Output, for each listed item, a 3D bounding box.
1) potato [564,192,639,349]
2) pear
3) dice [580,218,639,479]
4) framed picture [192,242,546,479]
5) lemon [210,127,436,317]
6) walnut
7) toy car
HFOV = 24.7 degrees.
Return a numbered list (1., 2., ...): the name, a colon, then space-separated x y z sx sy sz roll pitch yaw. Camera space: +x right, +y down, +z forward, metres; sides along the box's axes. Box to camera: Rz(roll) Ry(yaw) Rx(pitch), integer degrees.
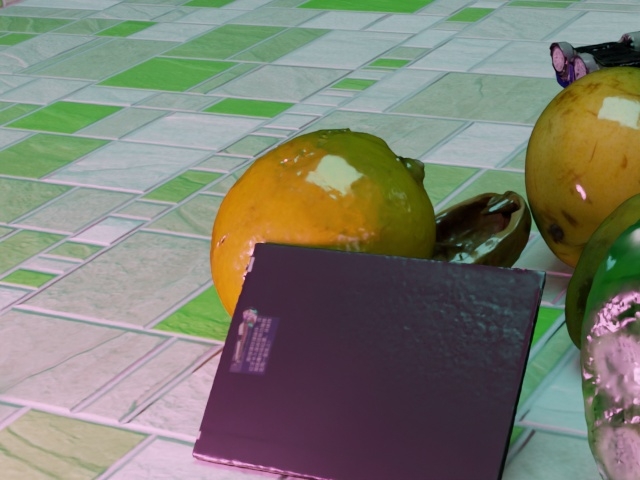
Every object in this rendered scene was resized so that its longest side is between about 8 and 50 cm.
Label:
1. potato: 0.388 0.043 1.670 0.253 0.186 0.148 -41 -10 -10
2. pear: 0.389 -0.084 1.876 0.281 0.280 0.280 -4 22 2
3. dice: 0.427 0.117 1.336 0.297 0.287 0.300 13 27 36
4. framed picture: 0.047 0.132 1.521 0.339 0.014 0.255 5 68 25
5. lemon: -0.002 0.002 1.742 0.284 0.260 0.260 -24 9 34
6. walnut: 0.181 0.024 1.871 0.211 0.087 0.167 -32 25 -13
7. toy car: 0.482 -0.249 2.398 0.172 0.157 0.235 -10 21 -13
